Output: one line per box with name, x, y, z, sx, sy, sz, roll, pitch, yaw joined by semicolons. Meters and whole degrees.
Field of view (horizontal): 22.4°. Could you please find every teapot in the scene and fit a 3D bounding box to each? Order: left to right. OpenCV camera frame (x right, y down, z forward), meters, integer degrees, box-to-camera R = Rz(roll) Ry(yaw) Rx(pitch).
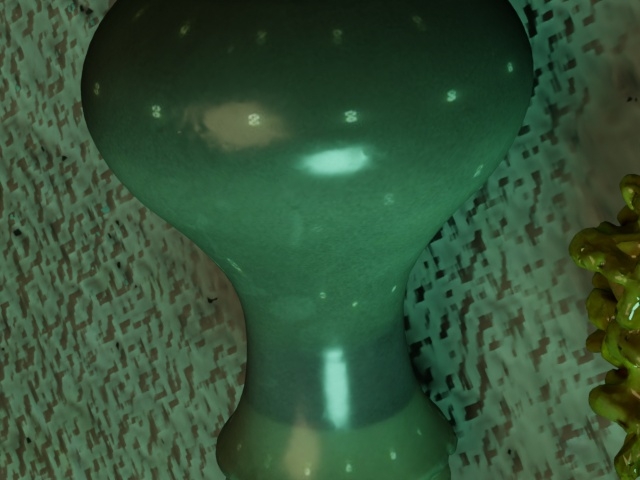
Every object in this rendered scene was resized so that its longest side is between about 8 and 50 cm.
teapot;0.000;0.000;0.688;0.183;0.183;0.251;12;119;33

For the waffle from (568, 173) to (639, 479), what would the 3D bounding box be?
waffle;0.191;0.041;0.611;0.193;0.070;0.197;-43;75;35
